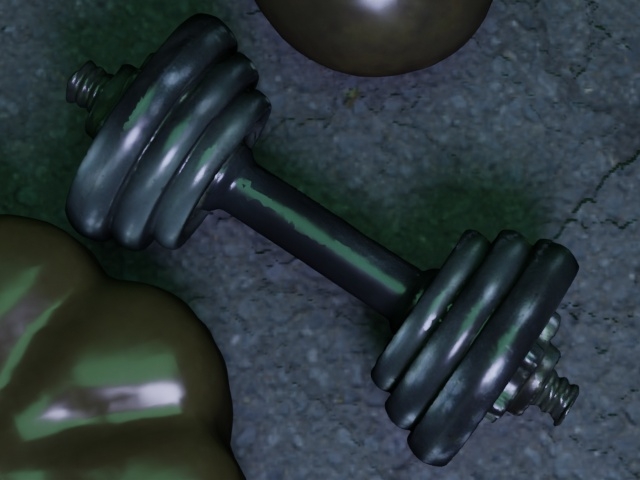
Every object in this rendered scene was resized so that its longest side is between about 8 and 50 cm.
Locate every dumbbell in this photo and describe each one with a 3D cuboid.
[{"bbox_3d":[0.000,0.000,1.223,0.406,0.179,0.179,34,78,3],"label":"dumbbell"}]

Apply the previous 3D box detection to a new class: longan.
[{"bbox_3d":[0.036,-0.213,1.282,0.185,0.159,0.204,0,64,-3],"label":"longan"}]

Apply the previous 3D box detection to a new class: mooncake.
[{"bbox_3d":[-0.222,0.168,1.163,0.378,0.201,0.378,1,77,-4],"label":"mooncake"}]
